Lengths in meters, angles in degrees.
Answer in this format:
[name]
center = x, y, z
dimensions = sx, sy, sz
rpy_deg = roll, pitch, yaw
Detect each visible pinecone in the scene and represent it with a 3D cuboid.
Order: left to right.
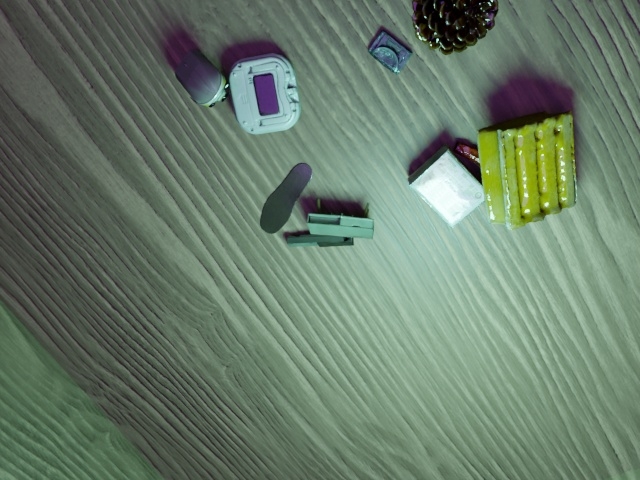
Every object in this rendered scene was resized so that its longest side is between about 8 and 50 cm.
[pinecone]
center = 0.407, -0.677, 1.431
dimensions = 0.246, 0.292, 0.247
rpy_deg = -7, 116, -14

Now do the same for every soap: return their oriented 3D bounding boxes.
[soap]
center = 0.675, -0.235, 1.579
dimensions = 0.293, 0.156, 0.335
rpy_deg = -22, 110, -19

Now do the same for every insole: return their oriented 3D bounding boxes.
[insole]
center = -0.136, -0.160, 1.869
dimensions = 0.111, 0.007, 0.328
rpy_deg = 33, 113, -6

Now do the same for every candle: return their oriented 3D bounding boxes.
[candle]
center = 0.537, -0.288, 1.688
dimensions = 0.162, 0.048, 0.053
rpy_deg = 28, 143, -4

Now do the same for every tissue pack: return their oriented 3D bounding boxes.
[tissue pack]
center = 0.448, -0.191, 1.699
dimensions = 0.225, 0.124, 0.185
rpy_deg = 43, 110, -10

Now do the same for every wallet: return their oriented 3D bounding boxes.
[wallet]
center = 0.230, -0.623, 1.614
dimensions = 0.129, 0.026, 0.088
rpy_deg = 36, 112, -5

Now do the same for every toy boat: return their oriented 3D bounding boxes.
[toy boat]
center = -0.394, -0.538, 1.656
dimensions = 0.269, 0.140, 0.141
rpy_deg = 46, 116, 27

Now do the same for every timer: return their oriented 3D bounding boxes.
[timer]
center = -0.197, -0.509, 1.695
dimensions = 0.236, 0.087, 0.262
rpy_deg = -6, 110, 11

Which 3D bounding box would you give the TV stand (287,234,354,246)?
[TV stand]
center = 0.000, 0.000, 1.884
dimensions = 0.256, 0.049, 0.040
rpy_deg = -3, 73, 11

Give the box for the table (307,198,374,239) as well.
[table]
center = 0.080, -0.083, 1.799
dimensions = 0.239, 0.122, 0.111
rpy_deg = 6, 74, 7
